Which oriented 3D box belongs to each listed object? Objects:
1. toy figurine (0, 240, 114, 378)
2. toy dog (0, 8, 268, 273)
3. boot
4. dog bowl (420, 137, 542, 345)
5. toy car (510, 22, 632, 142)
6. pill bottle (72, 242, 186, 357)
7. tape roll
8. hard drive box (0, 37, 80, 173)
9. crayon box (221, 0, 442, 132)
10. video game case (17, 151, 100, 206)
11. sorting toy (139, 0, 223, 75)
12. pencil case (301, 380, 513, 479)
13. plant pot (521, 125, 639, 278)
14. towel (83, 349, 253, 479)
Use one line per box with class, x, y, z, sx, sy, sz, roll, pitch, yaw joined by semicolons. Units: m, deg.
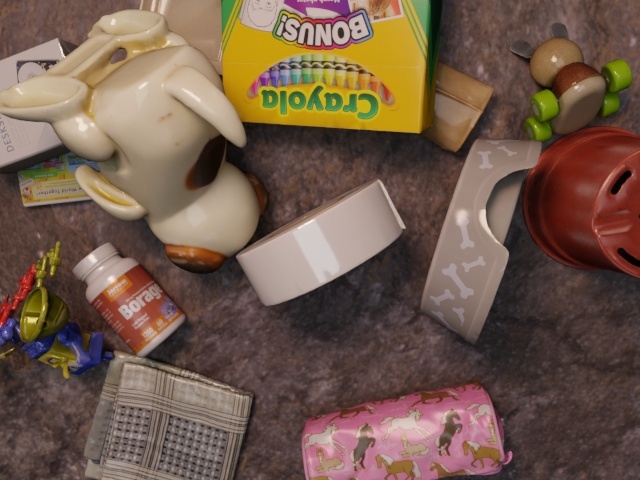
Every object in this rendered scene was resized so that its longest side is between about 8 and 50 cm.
toy figurine;-0.489;0.172;1.106;0.217;0.191;0.362;29;138;-32
toy dog;-0.237;-0.142;0.970;0.395;0.285;0.408;7;141;24
boot;0.189;-0.326;1.023;0.269;0.089;0.236;30;113;1
dog bowl;0.260;-0.009;0.943;0.102;0.349;0.349;18;100;14
toy car;0.417;-0.295;1.005;0.155;0.149;0.189;-22;67;4
pill bottle;-0.377;0.114;1.117;0.121;0.121;0.216;-41;94;9
tape roll;0.000;0.000;0.986;0.286;0.286;0.100;-28;95;8
hard drive box;-0.539;-0.246;1.068;0.232;0.089;0.181;-19;96;7
crayon box;0.012;-0.352;0.952;0.362;0.106;0.313;8;107;21
video game case;-0.499;-0.181;1.133;0.226;0.026;0.207;-6;98;5
sorting toy;-0.235;-0.418;1.065;0.195;0.047;0.348;14;99;-1
pencil case;0.162;0.390;1.094;0.385;0.160;0.167;-16;105;7
plant pot;0.506;-0.057;0.941;0.272;0.265;0.273;1;99;5
towel;-0.327;0.417;1.193;0.324;0.056;0.312;16;100;3
